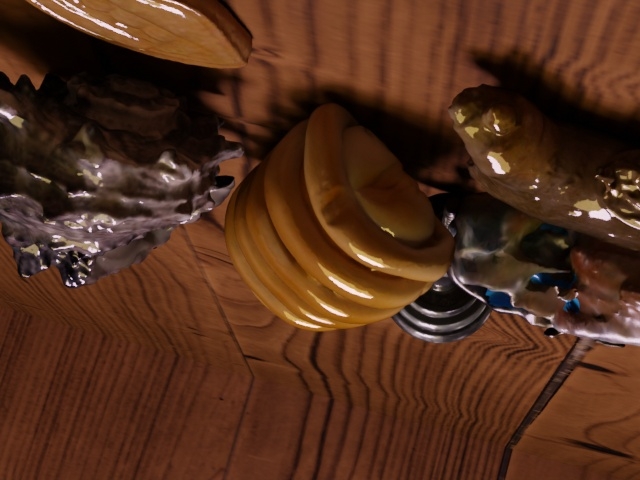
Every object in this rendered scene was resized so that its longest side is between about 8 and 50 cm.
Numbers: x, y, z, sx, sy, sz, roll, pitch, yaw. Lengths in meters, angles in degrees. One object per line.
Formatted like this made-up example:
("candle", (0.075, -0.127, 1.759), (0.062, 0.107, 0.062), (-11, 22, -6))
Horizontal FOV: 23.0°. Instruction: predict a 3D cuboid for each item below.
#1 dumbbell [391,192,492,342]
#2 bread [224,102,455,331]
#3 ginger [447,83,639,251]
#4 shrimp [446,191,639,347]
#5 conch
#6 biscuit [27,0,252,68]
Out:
("dumbbell", (0.111, 0.015, 1.422), (0.110, 0.110, 0.254), (15, 161, 7))
("bread", (0.000, 0.000, 1.342), (0.173, 0.121, 0.311), (50, 162, -1))
("ginger", (0.227, -0.029, 1.128), (0.333, 0.080, 0.166), (23, 179, -15))
("shrimp", (0.315, 0.061, 1.269), (0.446, 0.110, 0.221), (15, -173, 5))
("conch", (-0.171, -0.066, 1.300), (0.241, 0.186, 0.313), (0, 165, 14))
("biscuit", (-0.149, -0.171, 1.110), (0.221, 0.029, 0.142), (25, 165, -33))
